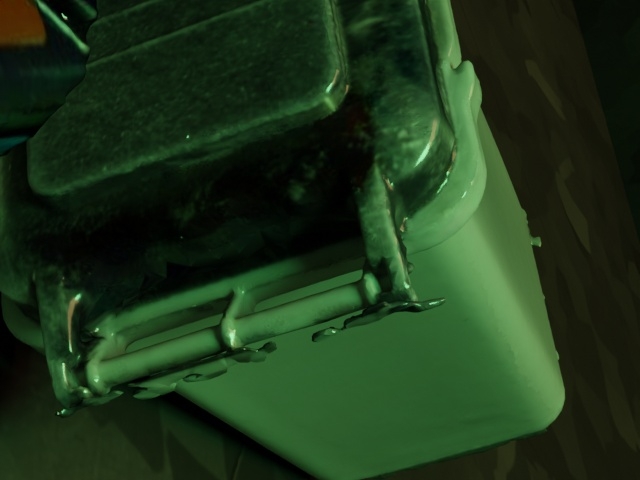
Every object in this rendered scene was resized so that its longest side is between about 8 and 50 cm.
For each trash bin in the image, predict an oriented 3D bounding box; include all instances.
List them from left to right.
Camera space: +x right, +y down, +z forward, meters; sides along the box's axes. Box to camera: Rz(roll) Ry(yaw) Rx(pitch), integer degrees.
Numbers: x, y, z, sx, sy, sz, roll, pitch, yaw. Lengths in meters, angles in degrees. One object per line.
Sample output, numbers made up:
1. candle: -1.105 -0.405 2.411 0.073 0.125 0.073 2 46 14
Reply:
1. trash bin: 0.000 0.000 0.865 0.368 0.256 0.296 52 23 -53

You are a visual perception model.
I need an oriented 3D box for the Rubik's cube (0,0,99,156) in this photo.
1. Rubik's cube: -0.238 -0.091 0.351 0.248 0.246 0.250 67 21 0
